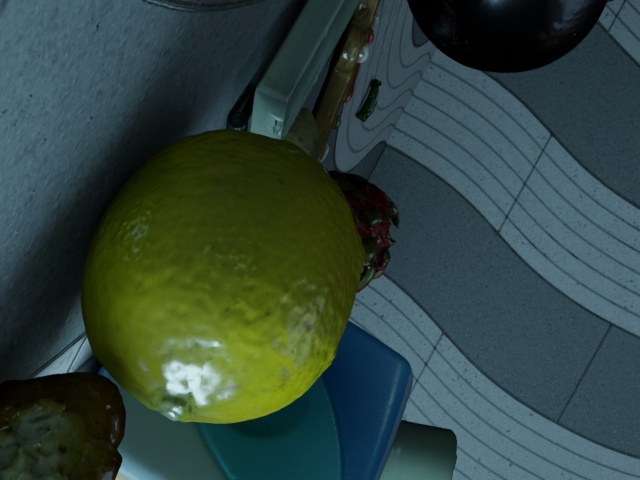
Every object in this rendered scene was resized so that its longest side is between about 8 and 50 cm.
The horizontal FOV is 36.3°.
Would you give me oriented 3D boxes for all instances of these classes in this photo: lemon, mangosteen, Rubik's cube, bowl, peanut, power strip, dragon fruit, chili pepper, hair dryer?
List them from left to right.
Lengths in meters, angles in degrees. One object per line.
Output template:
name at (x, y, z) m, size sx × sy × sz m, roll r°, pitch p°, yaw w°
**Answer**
Rubik's cube at (-0.121, 0.273, 1.228) m, size 0.351 × 0.347 × 0.352 m, roll -61°, pitch 178°, yaw -45°
lemon at (-0.085, 0.026, 0.899) m, size 0.245 × 0.245 × 0.319 m, roll 113°, pitch -2°, yaw -50°
hair dryer at (-0.086, -0.153, 1.159) m, size 0.083 × 0.026 × 0.047 m, roll -63°, pitch 177°, yaw -26°
peanut at (-0.069, -0.081, 1.329) m, size 0.098 × 0.103 × 0.229 m, roll 34°, pitch 84°, yaw -43°
dragon fruit at (0.008, 0.008, 1.825) m, size 0.303 × 0.237 × 0.231 m, roll -41°, pitch 160°, yaw -11°
power strip at (0.006, -0.273, 1.197) m, size 0.106 × 0.043 × 0.367 m, roll 108°, pitch 8°, yaw -61°
chili pepper at (0.117, -0.324, 2.225) m, size 0.055 × 0.035 × 0.118 m, roll -81°, pitch -164°, yaw -48°
bowl at (0.100, 0.344, 1.396) m, size 0.211 × 0.112 × 0.211 m, roll -63°, pitch -178°, yaw 5°
mangosteen at (0.350, -0.468, 1.614) m, size 0.382 × 0.435 × 0.381 m, roll 169°, pitch -90°, yaw -74°

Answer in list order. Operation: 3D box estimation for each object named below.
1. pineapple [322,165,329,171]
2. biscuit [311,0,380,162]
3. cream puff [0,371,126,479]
pineapple at (-0.023, -0.096, 2.007) m, size 0.124 × 0.058 × 0.058 m, roll -54°, pitch 176°, yaw 5°
biscuit at (0.040, -0.260, 1.460) m, size 0.216 × 0.047 × 0.339 m, roll -137°, pitch -111°, yaw -82°
cream puff at (-0.258, 0.234, 0.795) m, size 0.241 × 0.155 × 0.269 m, roll -62°, pitch 177°, yaw 16°
